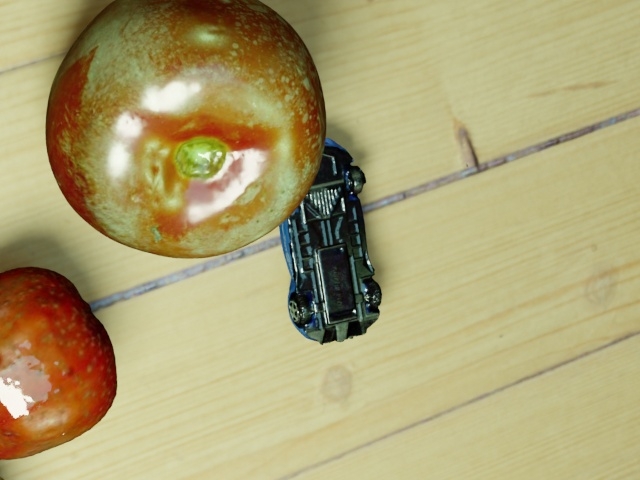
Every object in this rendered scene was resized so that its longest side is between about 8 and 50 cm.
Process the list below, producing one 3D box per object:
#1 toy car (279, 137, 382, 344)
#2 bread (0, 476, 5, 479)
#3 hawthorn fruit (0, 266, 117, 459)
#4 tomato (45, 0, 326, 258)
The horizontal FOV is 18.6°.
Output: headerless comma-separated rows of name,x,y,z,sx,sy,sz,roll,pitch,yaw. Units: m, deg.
toy car,0.000,0.000,2.040,0.103,0.063,0.216,-12,97,-24
bread,-0.399,0.307,1.827,0.270,0.148,0.270,-21,124,-36
hawthorn fruit,-0.294,0.127,1.844,0.200,0.179,0.179,-39,112,-32
tomato,-0.132,-0.122,1.874,0.270,0.222,0.270,-6,121,-9
